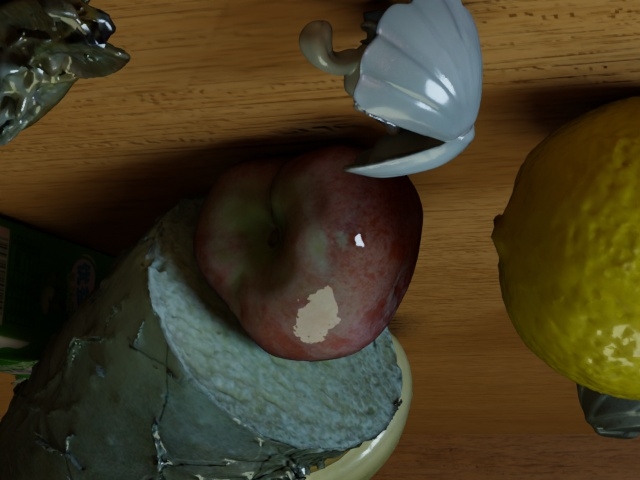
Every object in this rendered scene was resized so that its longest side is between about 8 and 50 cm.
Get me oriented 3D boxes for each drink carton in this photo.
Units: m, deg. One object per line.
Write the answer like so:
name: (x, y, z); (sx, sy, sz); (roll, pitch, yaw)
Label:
drink carton: (-0.287, 0.059, 1.099); (0.161, 0.108, 0.271); (-6, 164, 27)

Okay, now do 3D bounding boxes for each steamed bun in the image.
steamed bun: (0.005, 0.223, 1.438); (0.273, 0.166, 0.232); (-31, 156, -15)

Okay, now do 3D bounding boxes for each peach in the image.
peach: (0.000, 0.000, 0.818); (0.152, 0.152, 0.152); (1, 166, 0)

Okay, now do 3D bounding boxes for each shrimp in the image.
shrimp: (-0.175, -0.042, 0.586); (0.058, 0.173, 0.253); (36, 158, -22)

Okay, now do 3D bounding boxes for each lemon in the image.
lemon: (0.199, 0.005, 0.701); (0.203, 0.178, 0.178); (3, 166, -2)

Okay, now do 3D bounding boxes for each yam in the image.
yam: (-0.110, 0.128, 0.955); (0.241, 0.241, 0.348); (11, 143, -35)

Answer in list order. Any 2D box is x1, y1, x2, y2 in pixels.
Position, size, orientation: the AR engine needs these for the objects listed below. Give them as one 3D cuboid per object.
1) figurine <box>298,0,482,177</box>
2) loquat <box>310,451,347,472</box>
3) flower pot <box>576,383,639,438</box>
figurine: (0.041, -0.080, 0.594); (0.094, 0.086, 0.082); (-38, -154, -30)
loquat: (-0.037, 0.129, 1.180); (0.213, 0.213, 0.213); (1, 166, 0)
flower pot: (0.351, 0.133, 1.278); (0.235, 0.141, 0.235); (-1, 166, 0)
